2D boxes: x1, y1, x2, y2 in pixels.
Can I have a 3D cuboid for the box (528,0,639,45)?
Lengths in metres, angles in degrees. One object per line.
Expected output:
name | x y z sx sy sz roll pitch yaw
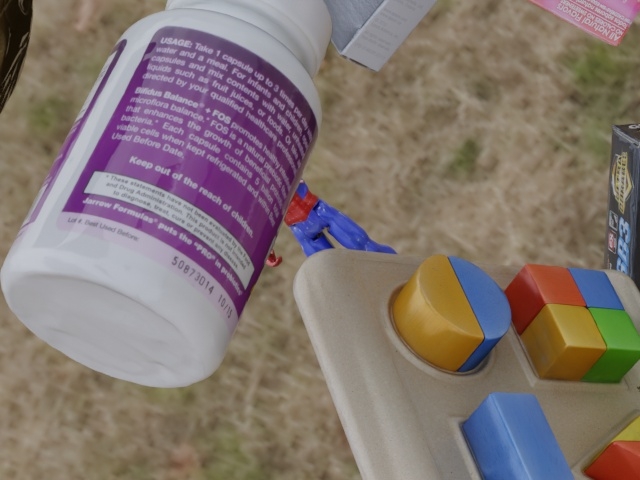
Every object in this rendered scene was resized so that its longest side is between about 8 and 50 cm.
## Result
box | 0.130 -0.291 1.289 0.142 0.300 0.154 -61 28 12

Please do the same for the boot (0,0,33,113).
boot | -0.246 -0.169 0.934 0.213 0.165 0.077 112 179 -52

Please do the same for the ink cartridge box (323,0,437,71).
ink cartridge box | 0.072 -0.376 1.625 0.307 0.072 0.303 -50 45 22

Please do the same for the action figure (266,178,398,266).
action figure | 0.000 0.000 1.533 0.091 0.280 0.139 -41 14 14

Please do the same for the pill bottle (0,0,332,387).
pill bottle | -0.097 -0.059 1.180 0.169 0.169 0.301 -6 51 42

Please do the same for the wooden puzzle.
wooden puzzle | 0.182 0.128 1.348 0.080 0.348 0.322 -60 39 41

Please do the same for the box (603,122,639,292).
box | 0.426 0.020 1.616 0.073 0.293 0.295 -129 35 -66
